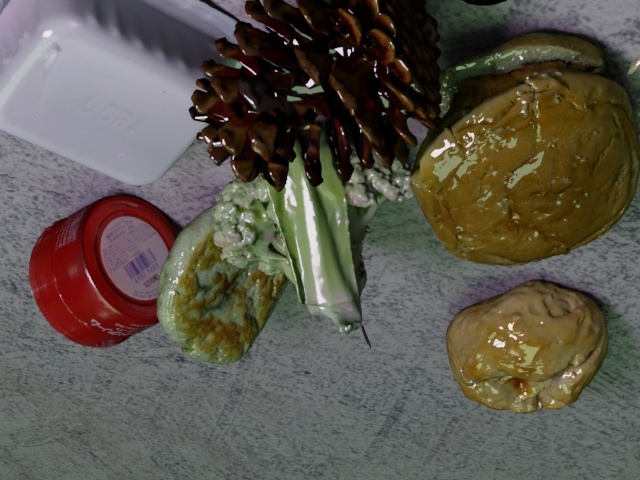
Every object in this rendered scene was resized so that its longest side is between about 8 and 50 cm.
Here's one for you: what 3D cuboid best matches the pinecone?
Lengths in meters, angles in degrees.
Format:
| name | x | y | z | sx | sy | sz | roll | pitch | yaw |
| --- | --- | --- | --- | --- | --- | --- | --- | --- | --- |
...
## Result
| name | x | y | z | sx | sy | sz | roll | pitch | yaw |
| --- | --- | --- | --- | --- | --- | --- | --- | --- | --- |
| pinecone | -0.007 | -0.163 | 1.530 | 0.292 | 0.246 | 0.246 | -31 | 133 | 17 |

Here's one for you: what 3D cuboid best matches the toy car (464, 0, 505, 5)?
| name | x | y | z | sx | sy | sz | roll | pitch | yaw |
| --- | --- | --- | --- | --- | --- | --- | --- | --- | --- |
| toy car | 0.203 | -0.321 | 1.322 | 0.359 | 0.213 | 0.176 | -3 | 110 | 11 |

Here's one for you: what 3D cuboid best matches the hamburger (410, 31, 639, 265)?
| name | x | y | z | sx | sy | sz | roll | pitch | yaw |
| --- | --- | --- | --- | --- | --- | --- | --- | --- | --- |
| hamburger | 0.236 | -0.090 | 1.660 | 0.266 | 0.134 | 0.285 | -19 | 140 | 13 |

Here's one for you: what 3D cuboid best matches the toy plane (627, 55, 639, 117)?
| name | x | y | z | sx | sy | sz | roll | pitch | yaw |
| --- | --- | --- | --- | --- | --- | --- | --- | --- | --- |
| toy plane | 0.467 | -0.167 | 1.568 | 0.242 | 0.104 | 0.256 | 23 | 144 | -17 |

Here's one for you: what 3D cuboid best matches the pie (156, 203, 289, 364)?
| name | x | y | z | sx | sy | sz | roll | pitch | yaw |
| --- | --- | --- | --- | --- | --- | --- | --- | --- | --- |
| pie | -0.120 | 0.054 | 1.957 | 0.054 | 0.240 | 0.240 | 30 | 166 | 43 |

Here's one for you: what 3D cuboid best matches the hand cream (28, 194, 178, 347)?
| name | x | y | z | sx | sy | sz | roll | pitch | yaw |
| --- | --- | --- | --- | --- | --- | --- | --- | --- | --- |
| hand cream | -0.287 | 0.042 | 1.974 | 0.193 | 0.193 | 0.125 | 32 | 140 | -31 |

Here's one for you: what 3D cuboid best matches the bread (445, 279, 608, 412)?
| name | x | y | z | sx | sy | sz | roll | pitch | yaw |
| --- | --- | --- | --- | --- | --- | --- | --- | --- | --- |
| bread | 0.295 | 0.162 | 2.073 | 0.244 | 0.134 | 0.244 | 5 | 149 | 3 |

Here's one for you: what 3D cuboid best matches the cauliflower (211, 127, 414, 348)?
| name | x | y | z | sx | sy | sz | roll | pitch | yaw |
| --- | --- | --- | --- | --- | --- | --- | --- | --- | --- |
| cauliflower | 0.000 | 0.000 | 1.767 | 0.256 | 0.315 | 0.239 | 1 | 154 | -33 |

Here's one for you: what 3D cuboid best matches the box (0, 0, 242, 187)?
| name | x | y | z | sx | sy | sz | roll | pitch | yaw |
| --- | --- | --- | --- | --- | --- | --- | --- | --- | --- |
| box | -0.250 | -0.173 | 1.610 | 0.337 | 0.106 | 0.264 | 24 | 122 | -36 |
